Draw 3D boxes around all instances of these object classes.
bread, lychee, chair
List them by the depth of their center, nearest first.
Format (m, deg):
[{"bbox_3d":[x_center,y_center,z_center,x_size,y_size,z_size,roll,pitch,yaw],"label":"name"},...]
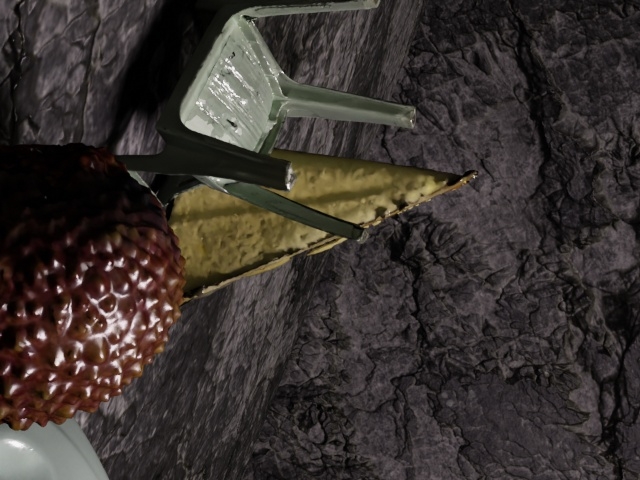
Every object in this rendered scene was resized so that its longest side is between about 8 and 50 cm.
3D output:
[{"bbox_3d":[-0.175,0.032,0.599,0.188,0.188,0.188,21,90,-82],"label":"lychee"},{"bbox_3d":[-0.070,-0.104,0.878,0.203,0.274,0.190,-64,147,-18],"label":"chair"},{"bbox_3d":[0.000,0.000,1.129,0.345,0.404,0.242,-9,111,-66],"label":"bread"}]

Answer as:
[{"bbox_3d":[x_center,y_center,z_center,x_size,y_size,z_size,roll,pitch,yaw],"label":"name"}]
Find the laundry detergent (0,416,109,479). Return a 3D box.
[{"bbox_3d":[-0.257,0.289,0.632,0.398,0.124,0.264,-61,145,-69],"label":"laundry detergent"}]
